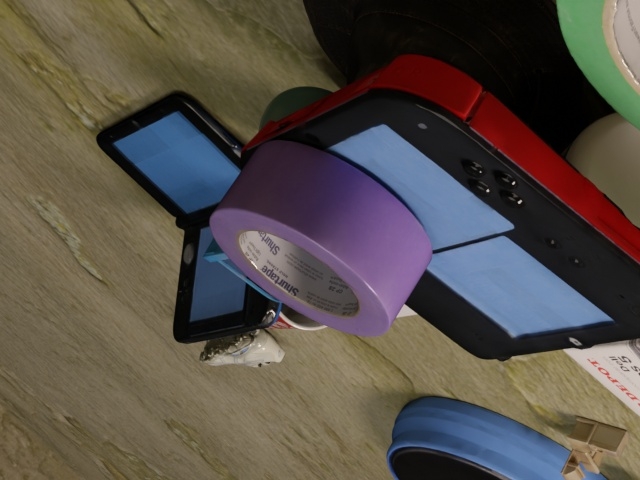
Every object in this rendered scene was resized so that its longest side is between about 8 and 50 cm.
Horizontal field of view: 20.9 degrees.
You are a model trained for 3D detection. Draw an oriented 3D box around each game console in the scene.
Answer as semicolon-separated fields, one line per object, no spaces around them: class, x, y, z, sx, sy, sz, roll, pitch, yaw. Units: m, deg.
game console;-0.170;-0.018;2.130;0.173;0.250;0.293;12;167;-25
game console;0.119;-0.010;1.528;0.342;0.060;0.386;41;159;-14

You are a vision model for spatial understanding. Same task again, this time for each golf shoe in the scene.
golf shoe;-0.118;0.168;2.575;0.086;0.069;0.176;34;160;-21

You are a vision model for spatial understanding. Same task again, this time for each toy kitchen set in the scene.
toy kitchen set;0.351;0.279;2.183;0.075;0.068;0.083;14;152;38

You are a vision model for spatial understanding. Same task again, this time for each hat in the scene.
hat;0.087;-0.135;1.585;0.331;0.134;0.331;28;158;12

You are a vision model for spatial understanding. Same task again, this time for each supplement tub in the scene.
supplement tub;0.261;-0.020;1.578;0.144;0.144;0.200;32;158;-1

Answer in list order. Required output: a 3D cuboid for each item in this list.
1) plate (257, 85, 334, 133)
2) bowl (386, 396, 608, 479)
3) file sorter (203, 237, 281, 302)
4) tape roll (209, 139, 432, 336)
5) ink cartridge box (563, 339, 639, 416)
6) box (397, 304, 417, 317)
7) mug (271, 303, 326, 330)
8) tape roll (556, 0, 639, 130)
plate;0.020;-0.076;1.741;0.188;0.188;0.024;39;137;-16
bowl;0.267;0.365;2.463;0.391;0.077;0.391;27;157;12
file sorter;-0.026;-0.029;1.909;0.104;0.170;0.118;37;158;-22
tape roll;0.000;0.000;1.547;0.189;0.080;0.189;30;160;12
ink cartridge box;0.405;0.112;1.702;0.198;0.115;0.273;40;156;-21
box;0.088;0.010;1.906;0.103;0.114;0.203;39;156;-20
mug;-0.044;0.044;2.206;0.113;0.150;0.169;1;174;-23
tape roll;0.335;-0.153;1.296;0.321;0.077;0.321;27;157;12
